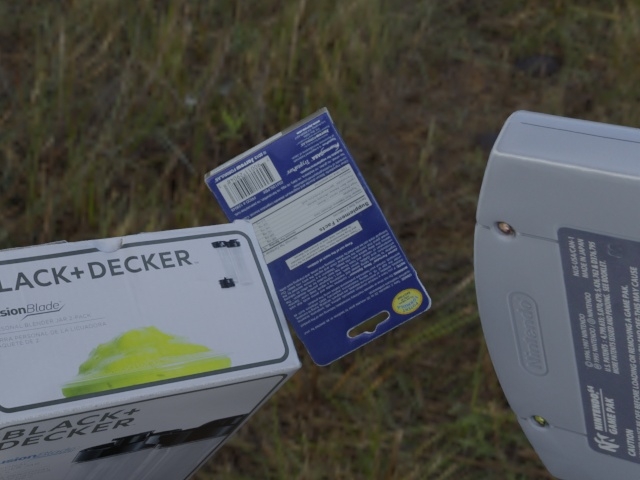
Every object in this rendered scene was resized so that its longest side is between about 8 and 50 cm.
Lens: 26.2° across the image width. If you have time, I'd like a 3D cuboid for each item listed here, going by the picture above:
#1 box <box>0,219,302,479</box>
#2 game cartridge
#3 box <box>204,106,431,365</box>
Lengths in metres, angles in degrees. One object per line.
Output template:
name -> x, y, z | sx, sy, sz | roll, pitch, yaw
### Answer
box -> -0.149, 0.101, 0.764 | 0.169, 0.290, 0.087 | -7, 65, -31
game cartridge -> 0.188, 0.053, 0.787 | 0.196, 0.294, 0.060 | 10, 49, 26
box -> 0.000, 0.000, 1.350 | 0.136, 0.225, 0.036 | -29, 14, 2
